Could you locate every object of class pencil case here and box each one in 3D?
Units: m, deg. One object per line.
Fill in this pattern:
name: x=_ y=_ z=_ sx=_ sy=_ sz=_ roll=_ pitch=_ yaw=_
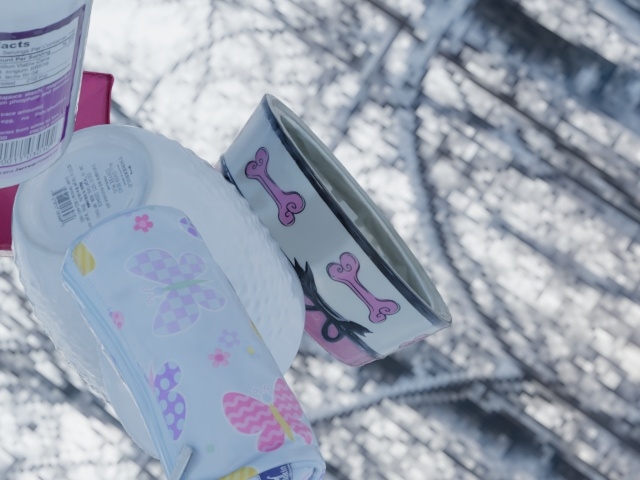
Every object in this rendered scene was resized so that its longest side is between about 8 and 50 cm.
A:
pencil case: x=-0.103 y=0.103 z=1.443 sx=0.124 sy=0.273 sz=0.113 roll=-19 pitch=-29 yaw=-20

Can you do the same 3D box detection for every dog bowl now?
dog bowl: x=0.000 y=0.000 z=2.561 sx=0.150 sy=0.408 sz=0.408 roll=-39 pitch=-17 yaw=8

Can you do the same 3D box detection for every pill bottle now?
pill bottle: x=-0.270 y=-0.195 z=1.519 sx=0.169 sy=0.169 sz=0.301 roll=-40 pitch=-20 yaw=-37

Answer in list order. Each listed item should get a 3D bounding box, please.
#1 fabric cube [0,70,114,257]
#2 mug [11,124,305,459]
fabric cube: x=-0.448 y=-0.106 z=2.537 sx=0.259 sy=0.258 sz=0.254 roll=4 pitch=-93 yaw=-30
mug: x=-0.191 y=0.067 z=2.062 sx=0.276 sy=0.374 sz=0.328 roll=-16 pitch=-35 yaw=12
